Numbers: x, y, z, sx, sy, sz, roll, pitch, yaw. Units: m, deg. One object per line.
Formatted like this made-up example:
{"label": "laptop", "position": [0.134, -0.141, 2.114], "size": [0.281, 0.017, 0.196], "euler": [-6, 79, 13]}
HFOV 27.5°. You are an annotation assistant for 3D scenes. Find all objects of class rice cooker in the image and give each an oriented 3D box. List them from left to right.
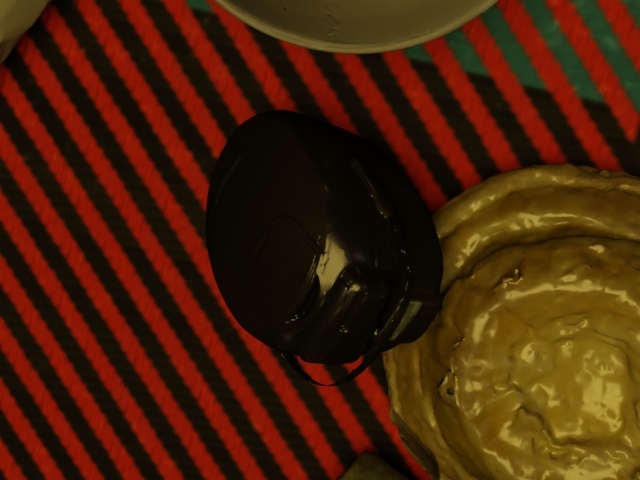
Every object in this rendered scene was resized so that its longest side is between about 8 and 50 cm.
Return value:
{"label": "rice cooker", "position": [0.000, 0.001, 0.886], "size": [0.142, 0.118, 0.203], "euler": [-55, 48, 29]}

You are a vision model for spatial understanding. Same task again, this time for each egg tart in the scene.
{"label": "egg tart", "position": [0.172, 0.093, 0.903], "size": [0.290, 0.115, 0.290], "euler": [2, 101, 13]}

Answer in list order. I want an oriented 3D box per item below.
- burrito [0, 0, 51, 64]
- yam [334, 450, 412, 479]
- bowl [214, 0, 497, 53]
{"label": "burrito", "position": [-0.243, -0.216, 0.935], "size": [0.139, 0.101, 0.445], "euler": [41, 105, -2]}
{"label": "yam", "position": [0.133, 0.275, 0.964], "size": [0.317, 0.067, 0.071], "euler": [40, 96, 3]}
{"label": "bowl", "position": [0.013, -0.274, 0.824], "size": [0.286, 0.144, 0.287], "euler": [-5, 113, -13]}
